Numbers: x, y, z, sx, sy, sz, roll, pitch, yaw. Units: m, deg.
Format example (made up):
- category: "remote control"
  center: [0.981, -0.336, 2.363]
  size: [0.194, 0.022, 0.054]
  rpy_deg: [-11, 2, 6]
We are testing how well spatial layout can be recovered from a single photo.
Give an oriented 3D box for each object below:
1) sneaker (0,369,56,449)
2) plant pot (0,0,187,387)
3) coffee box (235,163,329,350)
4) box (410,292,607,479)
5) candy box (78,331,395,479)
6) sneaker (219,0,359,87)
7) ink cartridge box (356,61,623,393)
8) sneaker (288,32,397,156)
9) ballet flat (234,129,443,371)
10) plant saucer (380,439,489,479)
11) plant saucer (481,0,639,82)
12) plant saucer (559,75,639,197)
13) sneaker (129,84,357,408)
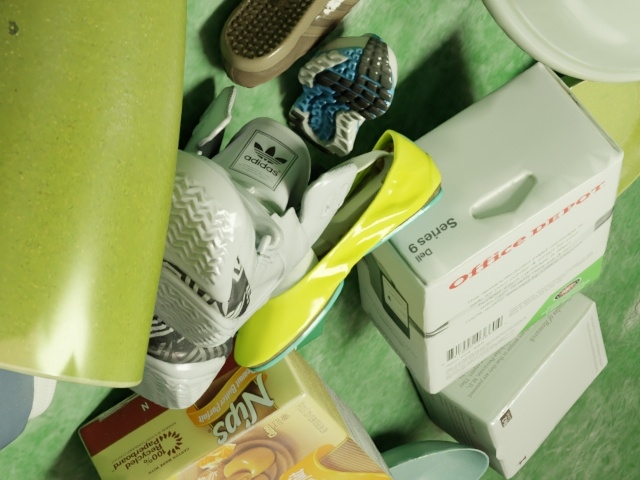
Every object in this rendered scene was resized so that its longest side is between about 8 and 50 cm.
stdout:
- category: "sneaker"
  center: [-0.273, 0.147, 1.271]
  size: [0.236, 0.130, 0.322]
  rpy_deg: [-3, 119, -53]
- category: "plant pot"
  center: [-0.183, -0.104, 1.011]
  size: [0.275, 0.275, 0.293]
  rpy_deg: [16, 92, -63]
- category: "coffee box"
  center: [-0.038, 0.033, 1.633]
  size: [0.113, 0.040, 0.184]
  rpy_deg: [-34, 148, -34]
- category: "box"
  center: [0.206, 0.135, 2.084]
  size: [0.182, 0.119, 0.181]
  rpy_deg: [-48, 154, -12]
- category: "candy box"
  center: [-0.063, 0.192, 1.675]
  size: [0.183, 0.087, 0.316]
  rpy_deg: [-31, 154, 3]
- category: "sneaker"
  center: [-0.004, -0.186, 1.415]
  size: [0.188, 0.066, 0.071]
  rpy_deg: [-40, 169, -15]
- category: "ink cartridge box"
  center: [0.146, -0.006, 1.713]
  size: [0.211, 0.121, 0.289]
  rpy_deg: [-34, 160, -10]
- category: "sneaker"
  center: [0.026, -0.132, 1.478]
  size: [0.083, 0.071, 0.191]
  rpy_deg: [-59, -175, -17]
- category: "ballet flat"
  center: [0.000, 0.000, 1.521]
  size: [0.231, 0.077, 0.077]
  rpy_deg: [-44, 118, -15]
- category: "plant saucer"
  center: [0.086, 0.259, 2.075]
  size: [0.195, 0.037, 0.195]
  rpy_deg: [-19, 154, -10]
- category: "plant saucer"
  center: [0.281, -0.312, 1.490]
  size: [0.400, 0.100, 0.400]
  rpy_deg: [-12, 111, -33]
- category: "plant saucer"
  center: [0.241, -0.090, 1.897]
  size: [0.241, 0.037, 0.241]
  rpy_deg: [-24, 147, -16]
- category: "sneaker"
  center: [-0.075, -0.025, 1.331]
  size: [0.210, 0.137, 0.366]
  rpy_deg: [-56, 175, -21]
